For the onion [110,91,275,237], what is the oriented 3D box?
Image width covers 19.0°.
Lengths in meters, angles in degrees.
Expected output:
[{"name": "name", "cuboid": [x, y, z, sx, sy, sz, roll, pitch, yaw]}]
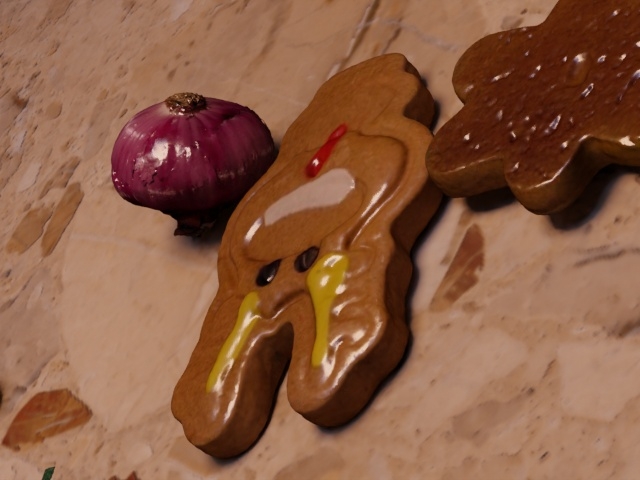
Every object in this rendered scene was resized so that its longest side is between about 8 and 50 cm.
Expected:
[{"name": "onion", "cuboid": [-0.088, -0.052, 1.327, 0.115, 0.115, 0.104, 25, 119, 58]}]

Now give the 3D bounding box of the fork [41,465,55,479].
[{"name": "fork", "cuboid": [-0.196, 0.244, 1.193, 0.039, 0.021, 0.235, -16, 42, 35]}]

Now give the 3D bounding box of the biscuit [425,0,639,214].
[{"name": "biscuit", "cuboid": [0.166, -0.090, 1.104, 0.236, 0.039, 0.180, -13, 43, 42]}]

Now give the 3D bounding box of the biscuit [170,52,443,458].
[{"name": "biscuit", "cuboid": [-0.002, -0.002, 1.209, 0.186, 0.044, 0.295, -20, 41, 34]}]
